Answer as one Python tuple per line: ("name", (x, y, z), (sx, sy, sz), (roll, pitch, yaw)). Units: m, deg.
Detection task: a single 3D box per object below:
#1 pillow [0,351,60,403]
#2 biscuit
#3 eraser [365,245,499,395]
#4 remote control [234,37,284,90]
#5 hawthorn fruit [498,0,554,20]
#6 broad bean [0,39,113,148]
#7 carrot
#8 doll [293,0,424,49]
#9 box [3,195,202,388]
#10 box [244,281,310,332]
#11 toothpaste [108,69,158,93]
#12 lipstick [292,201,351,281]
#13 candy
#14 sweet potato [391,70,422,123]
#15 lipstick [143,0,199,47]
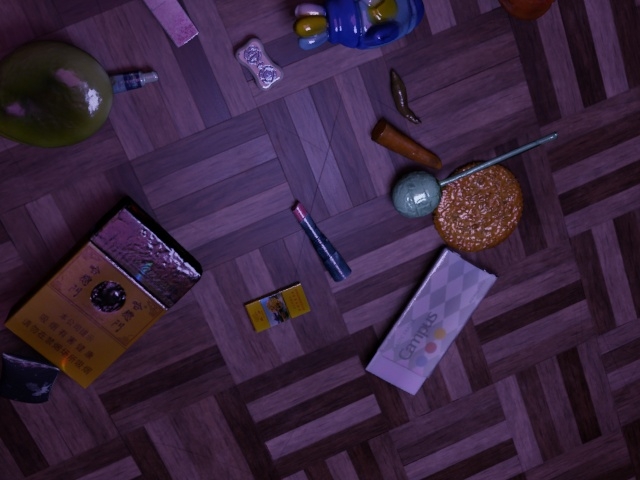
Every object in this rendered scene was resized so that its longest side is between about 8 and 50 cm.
("pillow", (-0.718, 0.342, 1.963), (0.142, 0.055, 0.208), (18, 140, -13))
("biscuit", (0.421, -0.086, 2.124), (0.254, 0.035, 0.253), (-4, 108, -12))
("eraser", (0.302, 0.220, 2.170), (0.213, 0.082, 0.396), (29, 99, -18))
("remote control", (-0.144, -0.416, 1.897), (0.074, 0.032, 0.122), (-39, 110, 3))
("hawthorn fruit", (0.467, -0.649, 1.884), (0.243, 0.207, 0.207), (34, 98, 7))
("broad bean", (-0.605, -0.319, 1.772), (0.291, 0.119, 0.237), (-13, 109, 0))
("carrot", (0.227, -0.231, 2.026), (0.210, 0.061, 0.061), (27, 100, -25))
("doll", (0.113, -0.574, 1.839), (0.376, 0.187, 0.365), (21, 94, 6))
("box", (-0.519, 0.123, 1.945), (0.415, 0.116, 0.264), (-42, 110, 4))
("box", (-0.112, 0.174, 2.099), (0.155, 0.023, 0.086), (-22, 114, -4))
("toothpaste", (-0.480, -0.358, 1.843), (0.216, 0.037, 0.061), (-11, 108, -2))
("lipstick", (0.000, 0.000, 2.053), (0.054, 0.053, 0.234), (-33, 109, -1))
("candy", (0.386, -0.178, 2.017), (0.440, 0.119, 0.119), (-24, 111, 5))
("sweet potato", (0.204, -0.349, 1.992), (0.041, 0.038, 0.153), (-20, 114, 19))
("lipstick", (-0.388, -0.578, 1.774), (0.066, 0.068, 0.317), (-36, 112, 0))
